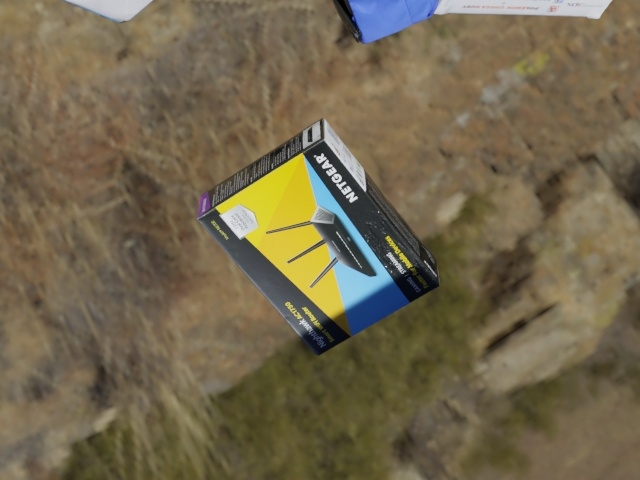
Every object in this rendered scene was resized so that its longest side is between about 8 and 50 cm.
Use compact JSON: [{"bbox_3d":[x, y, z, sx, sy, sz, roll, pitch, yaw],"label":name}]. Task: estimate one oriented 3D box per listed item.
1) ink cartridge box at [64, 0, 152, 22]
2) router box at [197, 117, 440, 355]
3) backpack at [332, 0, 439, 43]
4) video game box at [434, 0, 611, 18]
[{"bbox_3d":[-0.106,-0.205,0.709,0.104,0.180,0.060,-37,157,22],"label":"ink cartridge box"},{"bbox_3d":[0.000,0.000,1.333,0.133,0.046,0.179,-31,118,17],"label":"router box"},{"bbox_3d":[0.041,-0.216,1.084,0.101,0.098,0.120,-24,110,-1],"label":"backpack"},{"bbox_3d":[0.171,-0.310,1.496,0.187,0.205,0.048,-2,152,-26],"label":"video game box"}]
